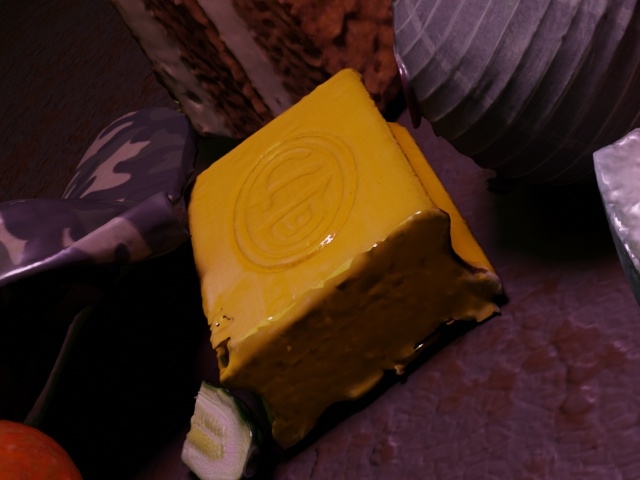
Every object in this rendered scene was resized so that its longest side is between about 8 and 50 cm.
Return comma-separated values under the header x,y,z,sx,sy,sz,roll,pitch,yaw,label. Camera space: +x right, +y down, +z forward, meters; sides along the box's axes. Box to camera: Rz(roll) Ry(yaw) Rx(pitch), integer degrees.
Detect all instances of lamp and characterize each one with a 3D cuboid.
x,y,z,sx,sy,sz,roll,pitch,yaw,label
0.155,-0.156,0.921,0.233,0.233,0.265,-24,32,31,lamp

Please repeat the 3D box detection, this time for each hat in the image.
x,y,z,sx,sy,sz,roll,pitch,yaw,label
-0.256,0.012,1.150,0.366,0.257,0.381,-51,36,25,hat

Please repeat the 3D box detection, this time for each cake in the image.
x,y,z,sx,sy,sz,roll,pitch,yaw,label
-0.030,-0.264,1.316,0.256,0.282,0.290,-45,23,-28,cake

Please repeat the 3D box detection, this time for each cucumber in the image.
x,y,z,sx,sy,sz,roll,pitch,yaw,label
-0.061,0.143,0.959,0.107,0.035,0.067,22,96,63,cucumber

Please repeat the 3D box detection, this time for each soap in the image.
x,y,z,sx,sy,sz,roll,pitch,yaw,label
0.000,0.000,1.039,0.204,0.096,0.324,-37,25,7,soap

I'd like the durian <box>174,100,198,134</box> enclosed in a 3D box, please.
x,y,z,sx,sy,sz,roll,pitch,yaw,label
-0.113,-0.168,1.530,0.215,0.086,0.100,-14,2,38,durian

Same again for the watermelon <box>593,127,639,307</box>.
x,y,z,sx,sy,sz,roll,pitch,yaw,label
0.279,-0.035,0.711,0.257,0.139,0.193,-26,35,12,watermelon

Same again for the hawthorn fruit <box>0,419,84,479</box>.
x,y,z,sx,sy,sz,roll,pitch,yaw,label
-0.256,0.210,0.963,0.189,0.189,0.189,-32,26,18,hawthorn fruit
